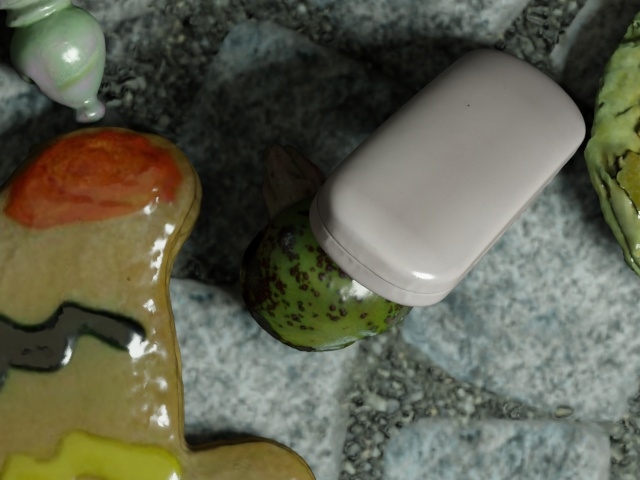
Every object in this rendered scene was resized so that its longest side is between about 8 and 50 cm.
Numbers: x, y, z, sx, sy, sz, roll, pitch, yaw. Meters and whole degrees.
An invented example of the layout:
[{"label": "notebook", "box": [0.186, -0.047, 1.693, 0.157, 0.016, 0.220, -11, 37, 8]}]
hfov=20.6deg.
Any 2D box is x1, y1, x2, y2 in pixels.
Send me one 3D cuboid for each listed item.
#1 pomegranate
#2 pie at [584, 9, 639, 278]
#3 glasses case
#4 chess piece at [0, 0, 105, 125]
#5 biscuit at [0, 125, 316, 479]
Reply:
[{"label": "pomegranate", "box": [0.005, 0.008, 1.298, 0.138, 0.163, 0.125, -28, 132, 6]}, {"label": "pie", "box": [0.338, -0.061, 1.347, 0.306, 0.071, 0.306, 2, 76, -10]}, {"label": "glasses case", "box": [0.096, -0.051, 1.248, 0.113, 0.075, 0.297, 38, 41, 8]}, {"label": "chess piece", "box": [-0.224, -0.206, 1.268, 0.139, 0.139, 0.271, -26, 103, -9]}, {"label": "biscuit", "box": [-0.197, 0.122, 1.274, 0.368, 0.076, 0.394, -11, 89, -8]}]
